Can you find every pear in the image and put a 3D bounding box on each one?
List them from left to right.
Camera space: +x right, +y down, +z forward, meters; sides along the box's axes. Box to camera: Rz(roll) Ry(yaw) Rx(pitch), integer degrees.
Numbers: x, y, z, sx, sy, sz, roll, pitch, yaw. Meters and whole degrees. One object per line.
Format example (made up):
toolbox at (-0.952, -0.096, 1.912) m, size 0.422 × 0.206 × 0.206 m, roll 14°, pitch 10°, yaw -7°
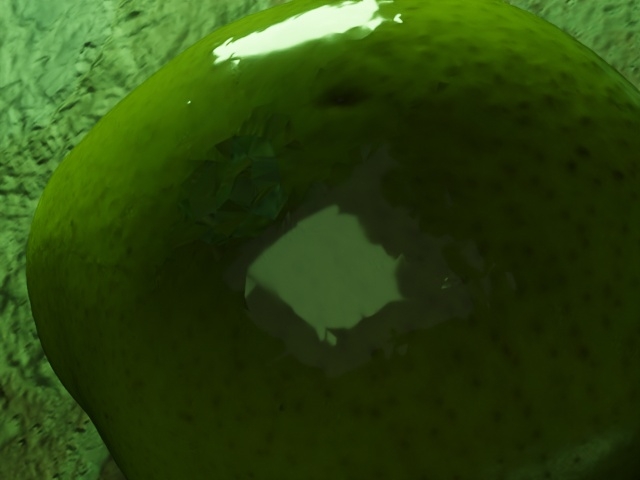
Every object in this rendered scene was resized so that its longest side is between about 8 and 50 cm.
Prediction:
pear at (0.000, 0.000, 0.825) m, size 0.386 × 0.191 × 0.340 m, roll 0°, pitch 66°, yaw 28°
